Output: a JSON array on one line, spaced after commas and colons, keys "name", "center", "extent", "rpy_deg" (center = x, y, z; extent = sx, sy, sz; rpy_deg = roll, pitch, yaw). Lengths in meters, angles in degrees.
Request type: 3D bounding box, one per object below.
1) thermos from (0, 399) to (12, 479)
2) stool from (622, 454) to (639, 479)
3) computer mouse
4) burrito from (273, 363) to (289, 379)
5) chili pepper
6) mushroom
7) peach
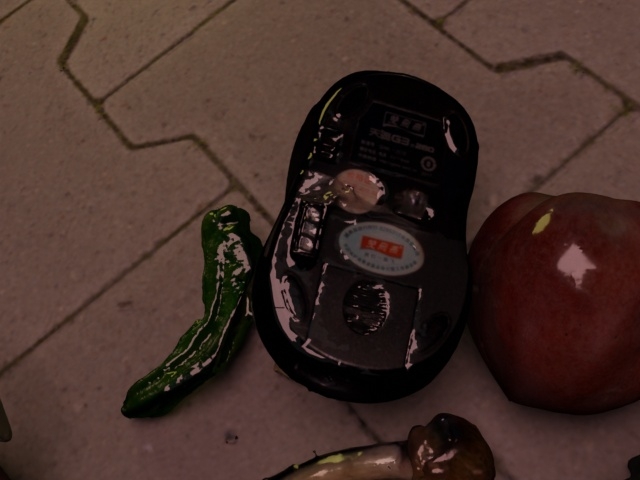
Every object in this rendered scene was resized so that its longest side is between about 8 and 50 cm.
[{"name": "thermos", "center": [-0.284, 0.173, 0.513], "extent": [0.176, 0.146, 0.265], "rpy_deg": [-46, 57, -4]}, {"name": "stool", "center": [0.270, 0.160, 0.282], "extent": [0.297, 0.330, 0.297], "rpy_deg": [-6, 63, 11]}, {"name": "computer mouse", "center": [0.034, -0.003, 0.507], "extent": [0.137, 0.096, 0.233], "rpy_deg": [21, 68, -9]}, {"name": "burrito", "center": [0.001, -0.001, 0.583], "extent": [0.058, 0.063, 0.229], "rpy_deg": [13, 70, -25]}, {"name": "chili pepper", "center": [-0.089, 0.061, 0.574], "extent": [0.073, 0.050, 0.182], "rpy_deg": [21, 73, 14]}, {"name": "mushroom", "center": [0.026, 0.166, 0.500], "extent": [0.187, 0.061, 0.060], "rpy_deg": [-19, 47, 16]}, {"name": "peach", "center": [0.157, 0.040, 0.481], "extent": [0.152, 0.152, 0.152], "rpy_deg": [-5, 63, 10]}]
